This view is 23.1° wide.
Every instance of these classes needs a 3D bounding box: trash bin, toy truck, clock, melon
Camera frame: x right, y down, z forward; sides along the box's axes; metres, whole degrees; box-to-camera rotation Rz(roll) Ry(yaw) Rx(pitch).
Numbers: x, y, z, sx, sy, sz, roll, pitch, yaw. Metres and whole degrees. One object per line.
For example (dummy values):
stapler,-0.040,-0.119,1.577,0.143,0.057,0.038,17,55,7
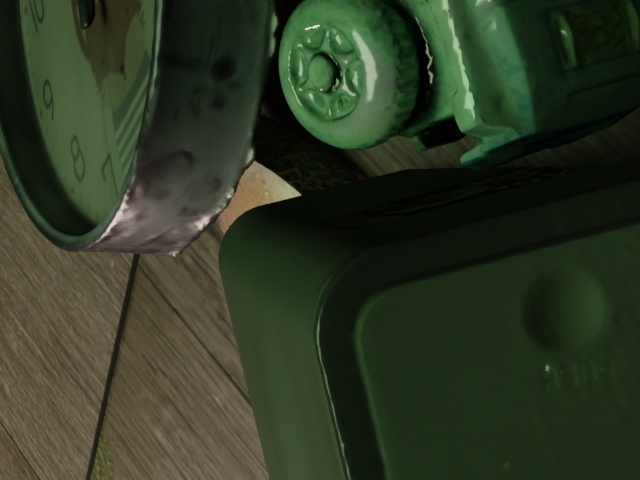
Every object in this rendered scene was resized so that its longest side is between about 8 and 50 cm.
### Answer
trash bin,0.054,0.082,0.657,0.343,0.158,0.223,-160,56,-76
toy truck,0.054,-0.171,0.649,0.156,0.155,0.278,-20,88,47
clock,-0.125,-0.149,0.918,0.325,0.067,0.325,13,105,60
melon,-0.002,-0.007,0.887,0.182,0.054,0.098,26,131,47
